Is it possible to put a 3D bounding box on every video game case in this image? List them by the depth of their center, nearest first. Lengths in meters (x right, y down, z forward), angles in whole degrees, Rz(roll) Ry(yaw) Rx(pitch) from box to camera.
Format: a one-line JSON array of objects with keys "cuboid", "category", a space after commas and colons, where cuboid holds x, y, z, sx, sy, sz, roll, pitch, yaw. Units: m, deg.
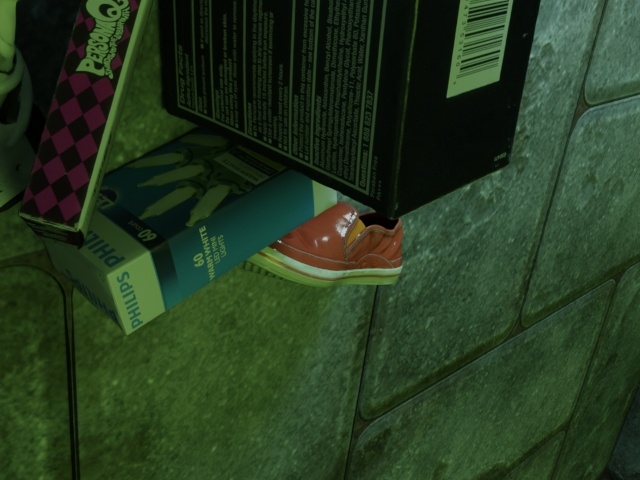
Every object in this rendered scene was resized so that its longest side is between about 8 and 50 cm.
[{"cuboid": [-0.160, -0.113, 0.546, 0.042, 0.210, 0.231, 15, 83, -15], "category": "video game case"}]

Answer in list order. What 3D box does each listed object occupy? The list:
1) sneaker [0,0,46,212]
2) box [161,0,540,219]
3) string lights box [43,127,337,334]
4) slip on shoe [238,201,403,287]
[{"cuboid": [-0.237, -0.173, 0.477, 0.447, 0.169, 0.257, -44, 159, 7], "category": "sneaker"}, {"cuboid": [0.018, -0.222, 0.637, 0.183, 0.294, 0.296, -25, 131, -41], "category": "box"}, {"cuboid": [-0.122, -0.032, 0.734, 0.260, 0.133, 0.076, -34, 138, -31], "category": "string lights box"}, {"cuboid": [0.000, 0.000, 0.918, 0.331, 0.123, 0.101, 2, 100, -54], "category": "slip on shoe"}]
